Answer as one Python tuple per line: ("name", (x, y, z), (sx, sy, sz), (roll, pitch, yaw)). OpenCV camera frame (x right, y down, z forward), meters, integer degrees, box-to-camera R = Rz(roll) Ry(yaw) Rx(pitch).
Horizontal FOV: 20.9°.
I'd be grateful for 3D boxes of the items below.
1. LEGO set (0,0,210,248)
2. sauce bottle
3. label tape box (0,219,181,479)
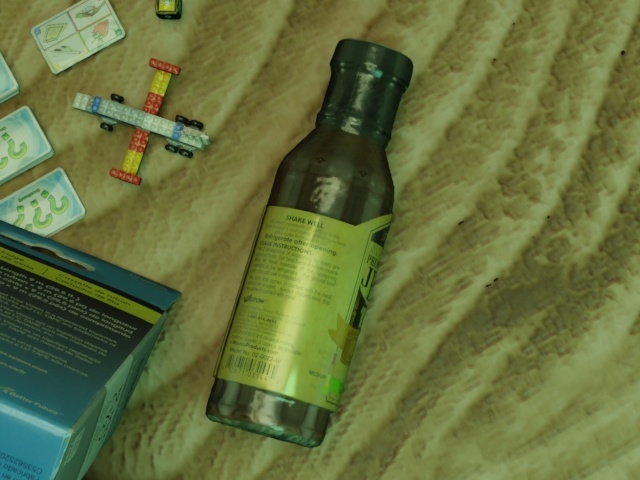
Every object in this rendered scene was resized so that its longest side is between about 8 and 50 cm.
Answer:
("LEGO set", (-0.211, -0.124, 1.544), (0.244, 0.060, 0.182), (-29, 82, 0))
("sauce bottle", (0.000, 0.000, 1.472), (0.111, 0.111, 0.344), (16, 84, 8))
("label tape box", (-0.276, 0.088, 1.387), (0.249, 0.348, 0.115), (22, 106, 3))
